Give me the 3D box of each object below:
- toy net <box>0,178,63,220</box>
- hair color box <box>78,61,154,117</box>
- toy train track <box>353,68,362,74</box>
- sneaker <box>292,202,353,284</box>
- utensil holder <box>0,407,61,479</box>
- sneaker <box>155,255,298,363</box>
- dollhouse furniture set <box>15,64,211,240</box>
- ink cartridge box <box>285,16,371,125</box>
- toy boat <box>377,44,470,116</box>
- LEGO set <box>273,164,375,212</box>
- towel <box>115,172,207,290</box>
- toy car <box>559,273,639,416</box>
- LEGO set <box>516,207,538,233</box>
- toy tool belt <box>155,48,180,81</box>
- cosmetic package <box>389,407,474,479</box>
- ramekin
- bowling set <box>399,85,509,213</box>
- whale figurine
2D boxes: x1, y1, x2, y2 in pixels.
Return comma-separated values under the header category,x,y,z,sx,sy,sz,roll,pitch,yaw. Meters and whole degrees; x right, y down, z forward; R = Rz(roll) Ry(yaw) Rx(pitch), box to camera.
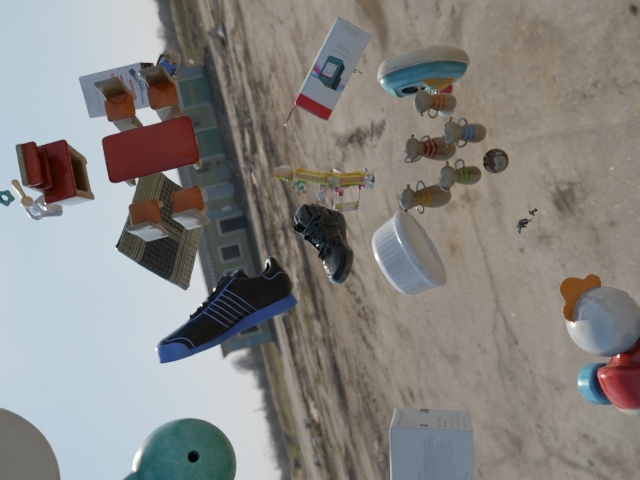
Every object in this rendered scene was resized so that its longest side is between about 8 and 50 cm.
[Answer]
category,x,y,z,sx,sy,sz,roll,pitch,yaw
toy net,-0.742,-0.089,1.332,0.122,0.232,0.045,-61,19,20
hair color box,-0.434,-0.326,1.218,0.053,0.167,0.093,-40,-57,-63
toy train track,0.081,-0.460,1.500,0.083,0.048,0.014,43,109,38
sneaker,0.000,0.000,1.252,0.087,0.130,0.227,-48,33,33
utensil holder,-0.684,0.482,1.003,0.386,0.328,0.327,-29,70,40
sneaker,-0.151,0.104,0.856,0.090,0.232,0.081,66,155,-2
dollhouse furniture set,-0.327,-0.134,0.906,0.135,0.259,0.261,73,-178,-81
ink cartridge box,0.012,-0.331,1.147,0.231,0.078,0.134,-61,9,18
toy boat,0.335,-0.475,1.686,0.318,0.268,0.148,2,-97,-59
LEGO set,0.015,-0.142,1.549,0.132,0.287,0.107,-122,34,-67
towel,-0.500,-0.044,1.788,0.312,0.056,0.324,42,-132,-48
toy car,0.494,0.137,0.911,0.238,0.210,0.219,47,161,-2
LEGO set,0.517,-0.053,1.418,0.023,0.054,0.083,49,127,28
toy tool belt,-0.328,-0.363,1.201,0.051,0.052,0.083,-98,26,-43
cosmetic package,0.257,0.485,1.292,0.151,0.184,0.151,0,-90,-78
ramekin,0.272,0.048,1.752,0.273,0.127,0.272,44,-154,-29
bowling set,0.287,-0.195,1.211,0.200,0.154,0.286,10,104,50
whale figurine,-0.232,0.428,0.925,0.141,0.216,0.271,121,161,-47
